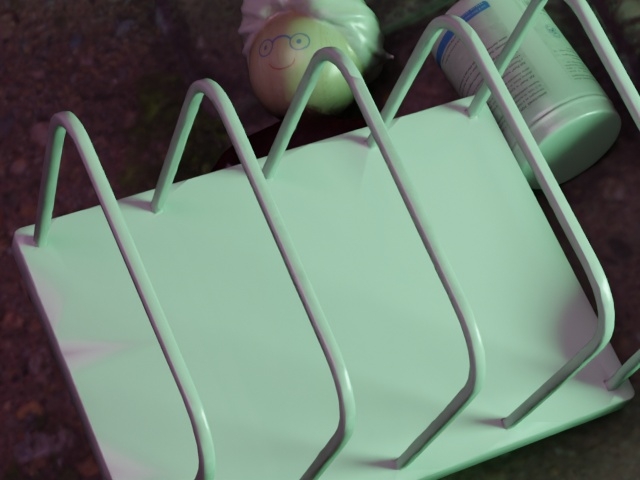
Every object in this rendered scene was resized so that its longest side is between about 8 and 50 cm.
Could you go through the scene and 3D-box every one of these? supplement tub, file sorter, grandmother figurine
[{"bbox_3d":[0.117,-0.091,0.995,0.071,0.071,0.107,-33,63,6],"label":"supplement tub"},{"bbox_3d":[0.021,0.011,0.828,0.278,0.173,0.193,-17,71,-21],"label":"file sorter"},{"bbox_3d":[0.000,0.000,0.991,0.208,0.104,0.342,-6,71,9],"label":"grandmother figurine"}]
